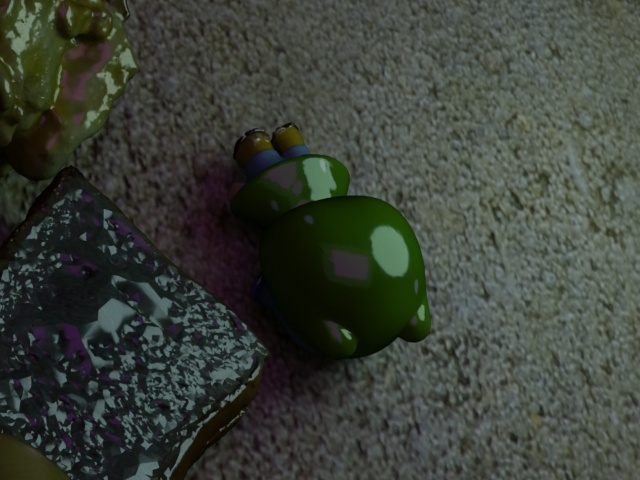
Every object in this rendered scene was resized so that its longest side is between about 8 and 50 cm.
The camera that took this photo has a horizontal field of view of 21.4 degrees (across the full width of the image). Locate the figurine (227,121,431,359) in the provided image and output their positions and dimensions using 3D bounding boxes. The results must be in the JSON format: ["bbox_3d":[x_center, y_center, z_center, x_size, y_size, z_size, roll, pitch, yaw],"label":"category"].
[{"bbox_3d":[0.000,0.000,1.600,0.162,0.143,0.263,-7,54,-33],"label":"figurine"}]

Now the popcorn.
[{"bbox_3d":[-0.309,-0.169,1.499,0.293,0.293,0.237,55,21,14],"label":"popcorn"}]

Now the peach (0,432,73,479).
[{"bbox_3d":[-0.270,0.302,1.193,0.282,0.314,0.315,12,29,-22],"label":"peach"}]

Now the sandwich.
[{"bbox_3d":[-0.205,0.108,1.428,0.271,0.099,0.301,38,39,1],"label":"sandwich"}]
